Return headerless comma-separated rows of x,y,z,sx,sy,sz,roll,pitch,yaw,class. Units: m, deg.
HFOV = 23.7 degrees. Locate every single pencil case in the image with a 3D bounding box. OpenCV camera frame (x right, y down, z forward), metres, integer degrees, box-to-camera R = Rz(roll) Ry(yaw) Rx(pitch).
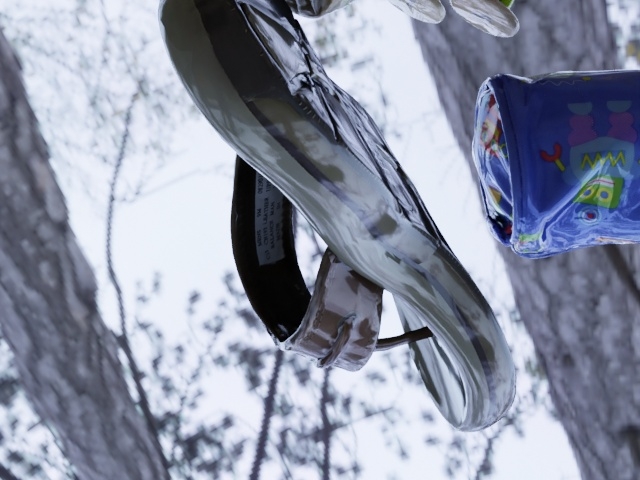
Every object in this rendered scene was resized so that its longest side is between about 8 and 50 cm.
0.254,-0.051,1.017,0.306,0.133,0.119,-1,-171,-3,pencil case

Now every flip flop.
0.000,0.000,0.573,0.080,0.277,0.112,-33,-123,6,flip flop

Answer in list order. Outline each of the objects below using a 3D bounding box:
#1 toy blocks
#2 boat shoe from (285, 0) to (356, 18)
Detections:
0.122,-0.221,1.063,0.123,0.054,0.148,19,-105,44,toy blocks
-0.020,-0.142,0.673,0.048,0.056,0.153,-23,-145,-24,boat shoe
